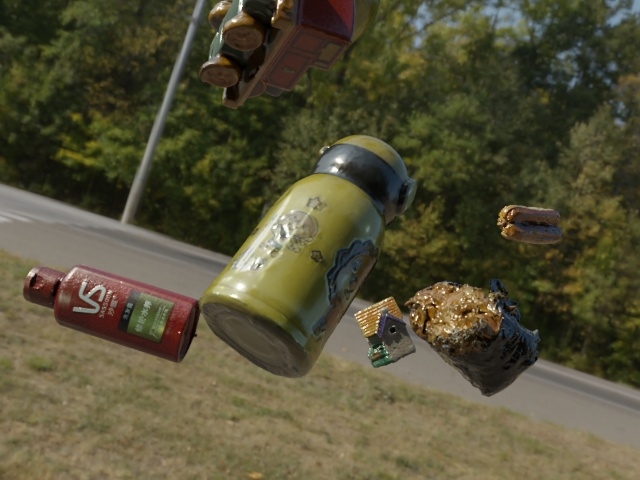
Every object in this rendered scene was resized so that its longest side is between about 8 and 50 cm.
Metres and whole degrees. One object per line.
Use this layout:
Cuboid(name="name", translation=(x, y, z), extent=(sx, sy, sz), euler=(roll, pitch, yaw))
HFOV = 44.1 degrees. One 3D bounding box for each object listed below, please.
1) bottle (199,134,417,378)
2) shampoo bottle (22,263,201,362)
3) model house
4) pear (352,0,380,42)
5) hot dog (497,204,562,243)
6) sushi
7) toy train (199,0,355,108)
Cuboid(name="bottle", translation=(0.000, 0.000, 1.080), extent=(0.171, 0.351, 0.171), euler=(28, -26, 15))
Cuboid(name="shampoo bottle", translation=(-0.373, 0.119, 1.409), extent=(0.314, 0.118, 0.076), euler=(17, -6, 9))
Cuboid(name="model house", translation=(0.115, 0.167, 1.442), extent=(0.087, 0.100, 0.101), euler=(-22, 4, -2))
Cuboid(name="pear", translation=(0.022, -0.614, 2.025), extent=(0.253, 0.253, 0.307), euler=(17, -37, -16))
Cuboid(name="hot dog", translation=(0.397, -0.029, 1.492), extent=(0.165, 0.071, 0.045), euler=(3, -6, -37))
Cuboid(name="sushi", translation=(0.352, 0.190, 1.832), extent=(0.207, 0.234, 0.348), euler=(44, -6, -25))
Cuboid(name="toy train", translation=(-0.082, -0.383, 1.464), extent=(0.231, 0.163, 0.369), euler=(14, -24, -19))
